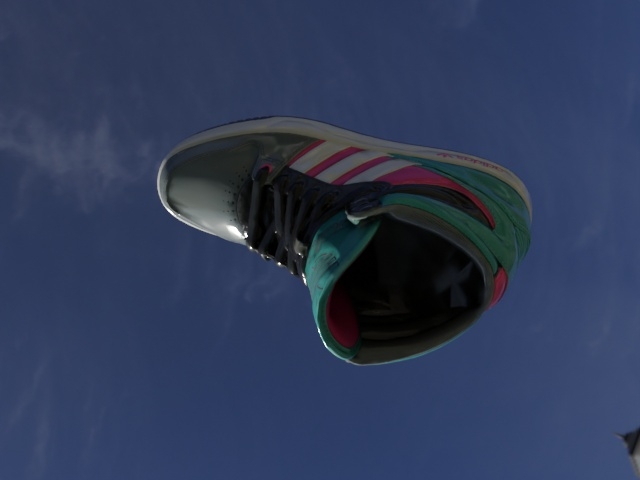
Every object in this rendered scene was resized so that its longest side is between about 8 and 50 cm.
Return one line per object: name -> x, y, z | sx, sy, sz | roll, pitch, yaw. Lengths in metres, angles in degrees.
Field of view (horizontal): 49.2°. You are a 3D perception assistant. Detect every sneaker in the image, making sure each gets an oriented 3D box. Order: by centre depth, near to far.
sneaker -> 0.000, 0.000, 0.491 | 0.178, 0.296, 0.123 | -64, -22, -61
